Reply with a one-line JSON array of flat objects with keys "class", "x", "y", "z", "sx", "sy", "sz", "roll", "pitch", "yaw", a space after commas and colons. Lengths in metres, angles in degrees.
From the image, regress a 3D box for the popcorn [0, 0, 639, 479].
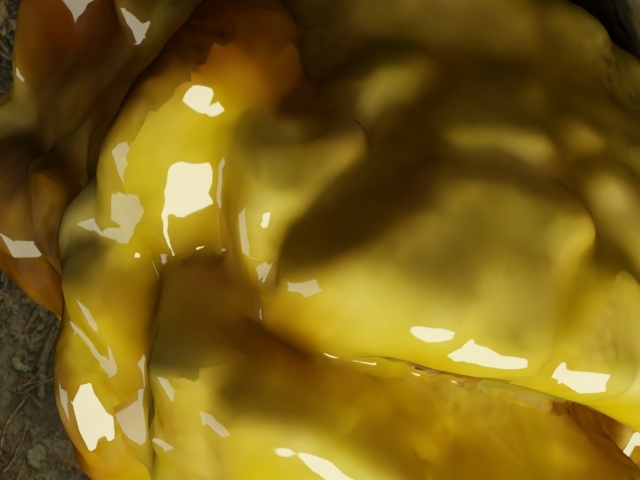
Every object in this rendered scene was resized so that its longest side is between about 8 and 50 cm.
[{"class": "popcorn", "x": 0.032, "y": 0.011, "z": 0.468, "sx": 0.332, "sy": 0.225, "sz": 0.265, "roll": 43, "pitch": -167, "yaw": -17}]
